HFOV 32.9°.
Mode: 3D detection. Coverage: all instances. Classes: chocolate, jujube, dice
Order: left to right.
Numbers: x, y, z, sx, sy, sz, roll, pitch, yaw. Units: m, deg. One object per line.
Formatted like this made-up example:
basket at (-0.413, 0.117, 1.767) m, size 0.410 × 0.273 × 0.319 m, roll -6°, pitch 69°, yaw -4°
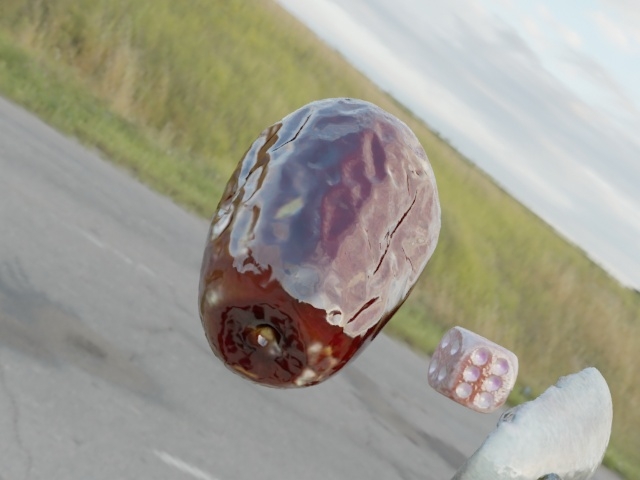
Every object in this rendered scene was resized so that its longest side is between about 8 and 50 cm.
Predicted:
jujube at (0.000, 0.000, 1.036) m, size 0.223 × 0.223 × 0.318 m, roll 37°, pitch 38°, yaw -6°
dice at (0.207, 0.176, 1.473) m, size 0.094 × 0.093 × 0.091 m, roll 24°, pitch 2°, yaw -13°
chocolate at (0.224, 0.251, 1.188) m, size 0.100 × 0.185 × 0.303 m, roll 49°, pitch 31°, yaw 22°

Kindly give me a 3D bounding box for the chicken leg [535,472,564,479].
chicken leg at (0.169, 0.290, 0.939) m, size 0.069 × 0.198 × 0.085 m, roll 30°, pitch 14°, yaw 35°
